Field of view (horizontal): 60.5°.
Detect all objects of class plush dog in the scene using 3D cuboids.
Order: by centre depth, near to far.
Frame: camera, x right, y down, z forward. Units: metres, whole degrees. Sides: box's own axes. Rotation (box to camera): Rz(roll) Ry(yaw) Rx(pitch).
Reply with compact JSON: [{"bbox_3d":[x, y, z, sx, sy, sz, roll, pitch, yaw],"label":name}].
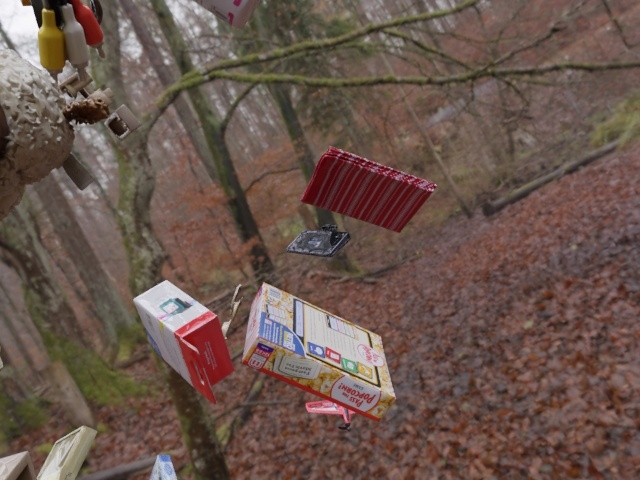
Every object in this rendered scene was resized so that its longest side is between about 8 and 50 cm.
[{"bbox_3d":[-0.372,-0.118,0.576,0.211,0.262,0.225,3,20,11],"label":"plush dog"}]

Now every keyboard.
[{"bbox_3d":[0.000,0.000,1.299,0.108,0.023,0.180,-48,29,-24],"label":"keyboard"}]

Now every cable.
[{"bbox_3d":[-0.351,-0.351,0.735,0.139,0.072,0.287,-54,-14,-34],"label":"cable"}]

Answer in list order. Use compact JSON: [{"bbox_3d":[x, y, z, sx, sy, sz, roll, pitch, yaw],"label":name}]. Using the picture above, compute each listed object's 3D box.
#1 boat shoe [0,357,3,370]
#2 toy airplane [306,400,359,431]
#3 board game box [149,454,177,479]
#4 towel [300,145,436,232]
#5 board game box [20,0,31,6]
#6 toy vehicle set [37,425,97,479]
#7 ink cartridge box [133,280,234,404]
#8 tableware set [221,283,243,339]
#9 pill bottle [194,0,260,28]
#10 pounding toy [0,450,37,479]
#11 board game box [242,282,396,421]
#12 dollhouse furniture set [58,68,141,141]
[{"bbox_3d":[-0.671,0.214,1.094,0.056,0.049,0.152,-25,35,-34],"label":"boat shoe"},{"bbox_3d":[0.036,0.304,1.063,0.151,0.151,0.028,-32,-34,-44],"label":"toy airplane"},{"bbox_3d":[-0.214,0.354,0.737,0.090,0.020,0.090,37,109,59],"label":"board game box"},{"bbox_3d":[0.105,-0.109,1.289,0.199,0.275,0.031,123,161,-52],"label":"towel"},{"bbox_3d":[-0.529,-0.506,0.972,0.048,0.141,0.170,-16,38,-25],"label":"board game box"},{"bbox_3d":[-0.586,0.544,1.175,0.166,0.035,0.266,-33,30,38],"label":"toy vehicle set"},{"bbox_3d":[-0.238,0.180,0.997,0.078,0.134,0.231,-31,37,-31],"label":"ink cartridge box"},{"bbox_3d":[-0.209,0.185,1.281,0.141,0.020,0.168,114,174,-64],"label":"tableware set"},{"bbox_3d":[-0.262,-0.617,1.219,0.160,0.283,0.160,-55,12,17],"label":"pill bottle"},{"bbox_3d":[-0.320,0.299,0.501,0.100,0.141,0.130,-14,5,-9],"label":"pounding toy"},{"bbox_3d":[-0.002,0.143,0.731,0.045,0.194,0.146,-59,12,19],"label":"board game box"},{"bbox_3d":[-0.472,-0.241,1.097,0.123,0.151,0.144,-48,22,-23],"label":"dollhouse furniture set"}]
